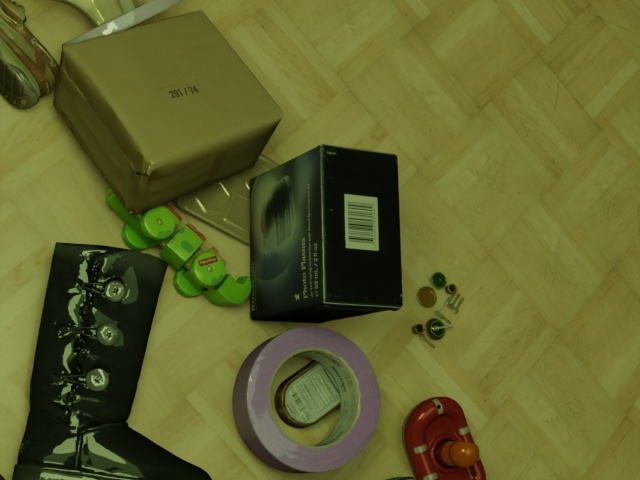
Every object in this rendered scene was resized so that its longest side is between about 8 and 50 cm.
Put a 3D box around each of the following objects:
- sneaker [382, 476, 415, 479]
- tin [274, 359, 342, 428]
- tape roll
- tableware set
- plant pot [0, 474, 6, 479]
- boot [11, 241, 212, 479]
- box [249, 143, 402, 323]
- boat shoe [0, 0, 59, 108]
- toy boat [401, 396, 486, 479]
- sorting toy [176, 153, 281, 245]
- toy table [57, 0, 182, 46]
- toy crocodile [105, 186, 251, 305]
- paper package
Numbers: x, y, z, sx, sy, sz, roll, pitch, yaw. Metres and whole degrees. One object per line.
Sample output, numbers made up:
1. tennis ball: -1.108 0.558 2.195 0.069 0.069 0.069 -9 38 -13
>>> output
1. sneaker: 0.099 0.546 1.928 0.228 0.086 0.132 -6 81 -27
2. tin: -0.005 0.300 1.977 0.189 0.040 0.106 -33 95 -28
3. tape roll: -0.026 0.307 1.895 0.275 0.090 0.275 6 75 -23
4. tableware set: 0.250 0.148 2.141 0.104 0.024 0.154 41 64 -9
5. plant pot: -0.604 0.472 1.576 0.215 0.215 0.230 31 51 -14
6. boot: -0.340 0.243 1.790 0.367 0.146 0.445 14 66 -22
7. box: 0.000 0.000 1.897 0.182 0.294 0.296 5 77 -29
8. boat shoe: -0.613 -0.402 1.855 0.116 0.123 0.324 -42 101 -35
9. toy boat: 0.266 0.429 1.998 0.151 0.151 0.231 -17 84 -28
10. sorting toy: -0.175 -0.104 2.013 0.208 0.038 0.193 30 65 -20
11. toy table: -0.410 -0.484 1.911 0.274 0.252 0.161 -40 111 -37
12. toy crocodile: -0.273 0.007 1.892 0.340 0.115 0.105 44 57 -10
13. paper package: -0.290 -0.249 1.857 0.325 0.168 0.309 -26 72 -37
